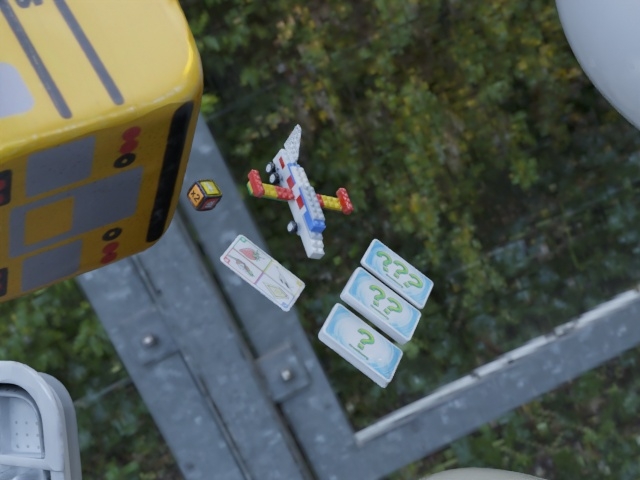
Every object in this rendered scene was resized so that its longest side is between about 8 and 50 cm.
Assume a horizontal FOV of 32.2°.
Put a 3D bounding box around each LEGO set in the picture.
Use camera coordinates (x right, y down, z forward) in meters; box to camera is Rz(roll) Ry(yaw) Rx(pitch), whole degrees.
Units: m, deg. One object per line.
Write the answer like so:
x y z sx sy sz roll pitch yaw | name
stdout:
0.000 0.000 1.023 0.060 0.244 0.182 -51 3 35 | LEGO set

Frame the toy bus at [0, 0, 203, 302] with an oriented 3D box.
-0.168 -0.141 0.496 0.130 0.332 0.108 -22 -25 -27 | toy bus

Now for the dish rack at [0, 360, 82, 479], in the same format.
-0.318 0.270 1.021 0.286 0.332 0.072 -2 2 29 | dish rack

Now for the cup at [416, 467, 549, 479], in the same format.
0.193 0.339 0.863 0.331 0.331 0.237 -36 5 -30 | cup

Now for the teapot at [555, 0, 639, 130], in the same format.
0.241 -0.106 0.558 0.256 0.187 0.252 -15 12 -24 | teapot
